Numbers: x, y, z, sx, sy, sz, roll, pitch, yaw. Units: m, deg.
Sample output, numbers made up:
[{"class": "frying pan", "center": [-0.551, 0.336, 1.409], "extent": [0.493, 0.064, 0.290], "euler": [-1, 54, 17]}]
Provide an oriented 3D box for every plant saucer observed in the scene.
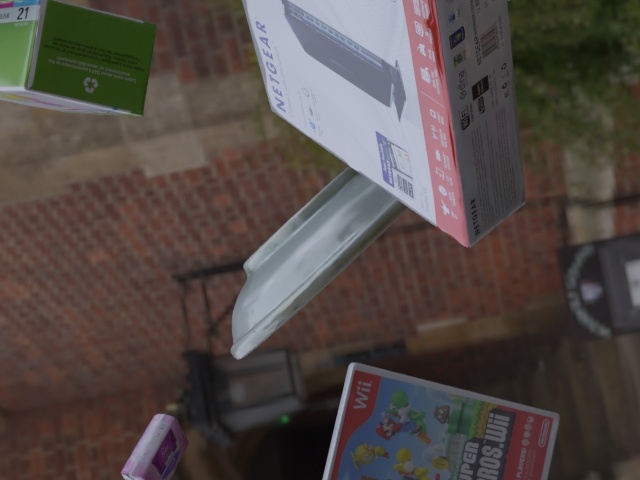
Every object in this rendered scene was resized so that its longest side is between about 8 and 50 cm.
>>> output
[{"class": "plant saucer", "center": [0.000, 0.000, 2.126], "extent": [0.100, 0.400, 0.400], "euler": [48, -173, 1]}]

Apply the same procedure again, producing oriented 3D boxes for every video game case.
[{"class": "video game case", "center": [0.151, 0.286, 1.917], "extent": [0.025, 0.285, 0.204], "euler": [153, 131, -77]}]

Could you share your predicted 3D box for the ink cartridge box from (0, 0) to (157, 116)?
[{"class": "ink cartridge box", "center": [-0.321, -0.193, 1.493], "extent": [0.189, 0.255, 0.097], "euler": [9, 91, 56]}]

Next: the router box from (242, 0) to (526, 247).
[{"class": "router box", "center": [0.046, -0.193, 1.400], "extent": [0.301, 0.082, 0.335], "euler": [37, 155, 36]}]

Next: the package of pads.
[{"class": "package of pads", "center": [-0.173, 0.228, 1.580], "extent": [0.083, 0.032, 0.050], "euler": [-62, -34, -37]}]
